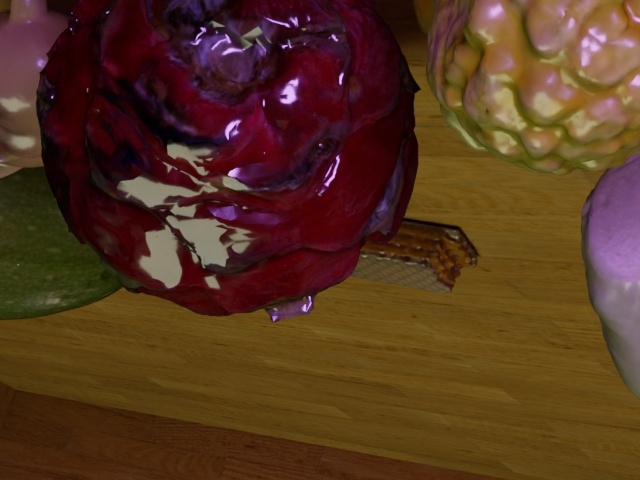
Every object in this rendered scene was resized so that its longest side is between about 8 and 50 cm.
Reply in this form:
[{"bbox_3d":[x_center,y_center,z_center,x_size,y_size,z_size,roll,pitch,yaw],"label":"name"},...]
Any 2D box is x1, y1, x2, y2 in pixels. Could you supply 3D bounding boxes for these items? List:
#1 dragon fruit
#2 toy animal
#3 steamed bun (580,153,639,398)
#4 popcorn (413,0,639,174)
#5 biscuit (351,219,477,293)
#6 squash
[{"bbox_3d":[-0.073,-0.094,1.219,0.329,0.329,0.329,18,162,6],"label":"dragon fruit"},{"bbox_3d":[-0.283,-0.151,1.513,0.166,0.154,0.250,45,163,-6],"label":"toy animal"},{"bbox_3d":[0.404,0.007,1.151,0.383,0.236,0.247,4,148,23],"label":"steamed bun"},{"bbox_3d":[0.166,-0.162,0.943,0.212,0.259,0.259,6,163,-6],"label":"popcorn"},{"bbox_3d":[0.000,0.000,1.826,0.378,0.054,0.094,9,160,28],"label":"biscuit"},{"bbox_3d":[-0.340,-0.046,1.760,0.308,0.310,0.310,9,166,-19],"label":"squash"}]
